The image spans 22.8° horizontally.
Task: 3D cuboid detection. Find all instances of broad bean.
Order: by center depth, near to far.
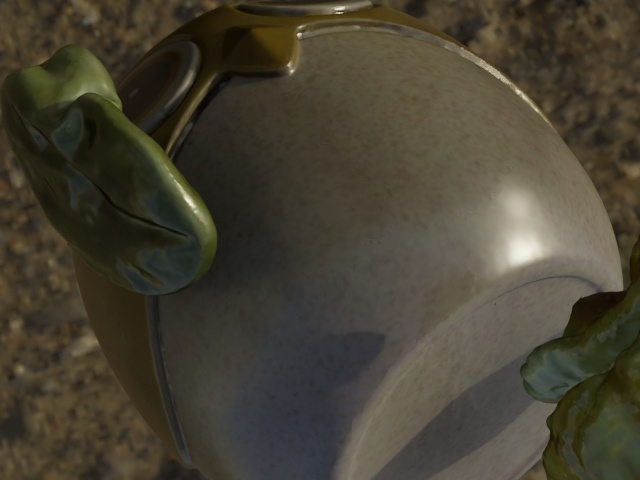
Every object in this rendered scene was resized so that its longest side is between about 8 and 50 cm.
[{"bbox_3d":[-0.151,-0.043,1.108,0.072,0.206,0.153,-24,150,-26],"label":"broad bean"}]

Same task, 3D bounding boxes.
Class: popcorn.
[{"bbox_3d":[0.227,0.079,0.928,0.221,0.184,0.204,-49,174,17],"label":"popcorn"}]

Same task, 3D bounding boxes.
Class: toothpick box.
[{"bbox_3d":[0.000,0.000,1.306,0.409,0.425,0.409,-26,141,-24],"label":"toothpick box"}]
